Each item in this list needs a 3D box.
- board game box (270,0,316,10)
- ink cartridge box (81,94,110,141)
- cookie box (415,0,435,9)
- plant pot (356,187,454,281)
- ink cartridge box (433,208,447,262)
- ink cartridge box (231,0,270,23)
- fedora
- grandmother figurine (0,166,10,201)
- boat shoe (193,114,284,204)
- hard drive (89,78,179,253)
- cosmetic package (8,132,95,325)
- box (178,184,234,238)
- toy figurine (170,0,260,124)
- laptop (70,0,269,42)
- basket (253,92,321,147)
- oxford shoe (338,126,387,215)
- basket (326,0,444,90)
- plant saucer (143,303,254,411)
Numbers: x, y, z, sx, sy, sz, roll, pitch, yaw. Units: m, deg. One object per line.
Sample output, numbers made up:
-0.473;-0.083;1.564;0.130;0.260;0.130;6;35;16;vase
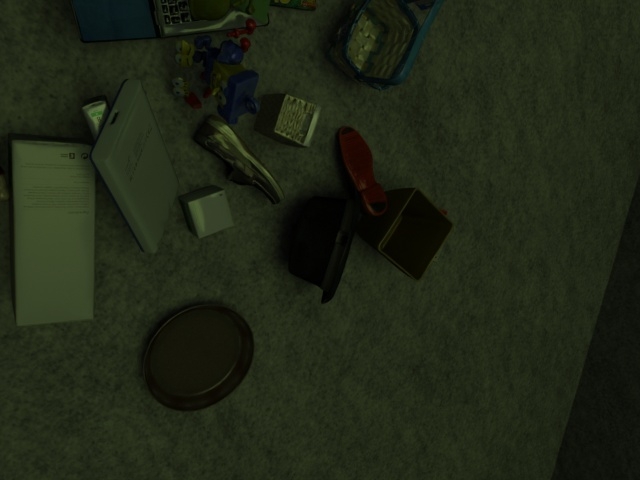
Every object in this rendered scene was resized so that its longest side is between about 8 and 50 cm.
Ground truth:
-0.125;-0.650;1.316;0.260;0.030;0.136;-8;110;-31;board game box
-0.445;-0.192;1.150;0.056;0.181;0.224;-22;115;-14;ink cartridge box
0.334;-0.729;1.548;0.040;0.092;0.107;29;87;-33;cookie box
0.234;-0.033;1.630;0.212;0.187;0.212;38;82;-34;plant pot
0.366;-0.026;1.805;0.146;0.045;0.179;17;97;-35;ink cartridge box
-0.176;-0.601;1.160;0.235;0.056;0.171;10;92;-45;ink cartridge box
0.000;0.000;1.485;0.153;0.334;0.333;17;95;-2;fedora
-0.685;-0.122;1.015;0.208;0.104;0.342;13;110;1;grandmother figurine
-0.205;-0.187;1.360;0.092;0.103;0.285;-46;119;-7;boat shoe
-0.378;-0.144;1.127;0.318;0.040;0.210;89;8;-58;hard drive
-0.560;-0.029;1.118;0.155;0.197;0.365;-1;103;-33;cosmetic package
-0.286;-0.074;1.344;0.102;0.087;0.101;-23;115;-26;box
-0.172;-0.375;1.145;0.191;0.217;0.362;-25;160;-33;toy figurine
-0.306;-0.616;1.073;0.408;0.236;0.381;-12;112;-14;laptop
-0.089;-0.306;1.360;0.103;0.167;0.113;15;95;-29;basket
0.102;-0.195;1.562;0.097;0.098;0.271;-21;95;-26;oxford shoe
0.163;-0.514;1.379;0.201;0.289;0.254;31;83;-40;basket
-0.329;0.313;1.454;0.311;0.050;0.310;-9;108;-30;plant saucer
